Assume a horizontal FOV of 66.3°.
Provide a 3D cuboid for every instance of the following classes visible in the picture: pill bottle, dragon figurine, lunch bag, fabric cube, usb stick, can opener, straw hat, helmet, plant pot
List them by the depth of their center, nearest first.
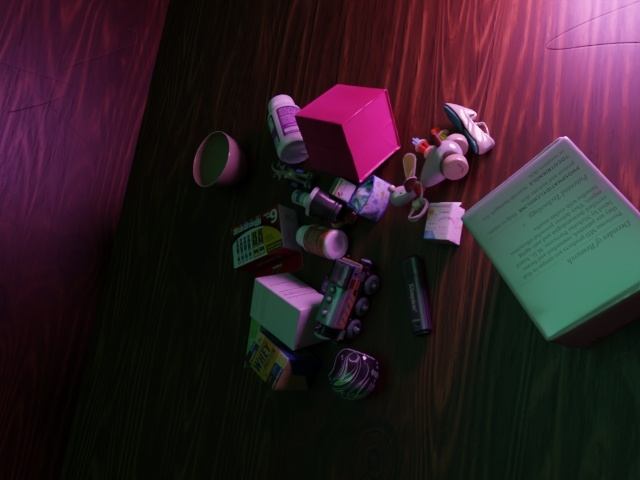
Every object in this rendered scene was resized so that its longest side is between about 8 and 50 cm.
[{"bbox_3d":[0.329,0.186,1.680,0.077,0.045,0.278,-20,65,35],"label":"usb stick"},{"bbox_3d":[0.116,0.475,1.704,0.169,0.169,0.161,6,65,42],"label":"helmet"},{"bbox_3d":[0.195,-0.164,1.847,0.096,0.129,0.151,46,109,39],"label":"lunch bag"},{"bbox_3d":[0.107,-0.410,1.856,0.258,0.259,0.254,23,55,42],"label":"fabric cube"},{"bbox_3d":[0.068,0.138,1.918,0.059,0.073,0.186,30,88,50],"label":"can opener"},{"bbox_3d":[0.110,-0.094,1.944,0.144,0.061,0.144,-40,31,29],"label":"straw hat"},{"bbox_3d":[0.000,0.000,1.966,0.216,0.121,0.121,16,88,49],"label":"pill bottle"},{"bbox_3d":[-0.063,-0.175,2.117,0.120,0.067,0.067,25,94,43],"label":"pill bottle"},{"bbox_3d":[-0.129,-0.290,2.196,0.289,0.144,0.085,26,97,62],"label":"dragon figurine"},{"bbox_3d":[-0.145,-0.510,2.222,0.169,0.169,0.301,-35,57,29],"label":"pill bottle"},{"bbox_3d":[-0.472,-0.377,2.453,0.284,0.191,0.284,-14,68,39],"label":"plant pot"}]

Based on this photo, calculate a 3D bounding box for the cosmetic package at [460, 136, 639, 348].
[{"bbox_3d":[0.648,0.023,1.257,0.327,0.329,0.393,-42,54,24],"label":"cosmetic package"}]

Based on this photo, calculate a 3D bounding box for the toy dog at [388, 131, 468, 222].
[{"bbox_3d":[0.345,-0.244,1.655,0.333,0.161,0.220,-46,23,16],"label":"toy dog"}]

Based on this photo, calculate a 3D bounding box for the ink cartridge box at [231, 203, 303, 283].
[{"bbox_3d":[-0.238,0.029,2.169,0.309,0.130,0.271,-24,64,34],"label":"ink cartridge box"}]

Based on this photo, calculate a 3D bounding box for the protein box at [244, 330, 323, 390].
[{"bbox_3d":[-0.142,0.467,1.905,0.201,0.200,0.136,32,98,43],"label":"protein box"}]

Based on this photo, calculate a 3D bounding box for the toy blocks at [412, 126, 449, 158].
[{"bbox_3d":[0.404,-0.357,1.770,0.123,0.054,0.148,-53,50,17],"label":"toy blocks"}]

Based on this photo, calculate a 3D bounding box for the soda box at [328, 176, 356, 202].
[{"bbox_3d":[0.083,-0.199,1.911,0.074,0.069,0.216,-61,7,6],"label":"soda box"}]

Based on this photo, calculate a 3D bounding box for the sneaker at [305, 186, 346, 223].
[{"bbox_3d":[0.026,-0.115,1.939,0.147,0.296,0.104,34,85,5],"label":"sneaker"}]

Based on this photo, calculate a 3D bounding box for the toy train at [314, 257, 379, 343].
[{"bbox_3d":[0.085,0.217,1.787,0.142,0.190,0.334,24,93,43],"label":"toy train"}]

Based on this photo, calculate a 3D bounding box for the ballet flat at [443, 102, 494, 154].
[{"bbox_3d":[0.513,-0.395,1.681,0.086,0.086,0.248,-40,56,26],"label":"ballet flat"}]

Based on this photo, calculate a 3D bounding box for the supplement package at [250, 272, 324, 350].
[{"bbox_3d":[-0.118,0.271,1.933,0.293,0.175,0.177,29,116,42],"label":"supplement package"}]

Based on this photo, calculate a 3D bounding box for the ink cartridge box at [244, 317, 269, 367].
[{"bbox_3d":[-0.247,0.436,2.068,0.062,0.109,0.209,-2,76,42],"label":"ink cartridge box"}]

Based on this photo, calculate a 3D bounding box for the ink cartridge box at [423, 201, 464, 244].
[{"bbox_3d":[0.416,-0.065,1.648,0.092,0.090,0.143,4,80,42],"label":"ink cartridge box"}]
